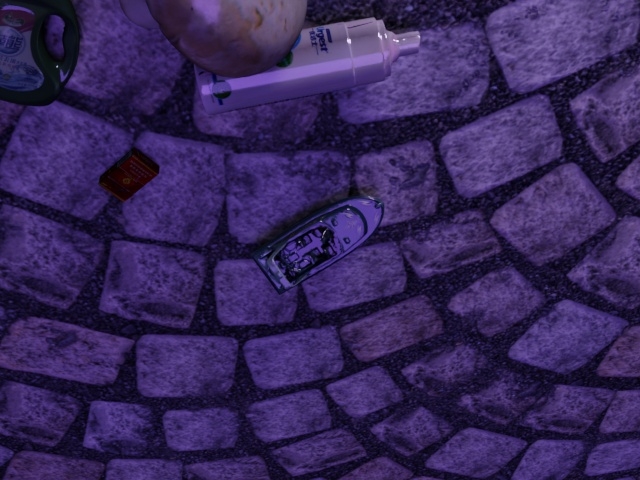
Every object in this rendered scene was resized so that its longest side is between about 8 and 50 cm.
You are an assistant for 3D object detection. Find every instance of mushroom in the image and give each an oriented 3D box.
[{"bbox_3d":[-0.140,-0.302,0.848,0.244,0.243,0.243,-4,132,-5],"label":"mushroom"}]

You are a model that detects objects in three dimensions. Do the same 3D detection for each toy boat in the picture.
[{"bbox_3d":[0.000,0.000,1.209,0.246,0.103,0.093,-31,105,12],"label":"toy boat"}]

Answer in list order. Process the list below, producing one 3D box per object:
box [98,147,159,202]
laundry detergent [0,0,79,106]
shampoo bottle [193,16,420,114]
[{"bbox_3d":[-0.295,-0.100,1.121,0.082,0.023,0.051,-35,127,21],"label":"box"},{"bbox_3d":[-0.372,-0.276,0.927,0.137,0.063,0.211,14,126,-25],"label":"laundry detergent"},{"bbox_3d":[-0.015,-0.242,0.990,0.303,0.092,0.092,-10,132,2],"label":"shampoo bottle"}]
